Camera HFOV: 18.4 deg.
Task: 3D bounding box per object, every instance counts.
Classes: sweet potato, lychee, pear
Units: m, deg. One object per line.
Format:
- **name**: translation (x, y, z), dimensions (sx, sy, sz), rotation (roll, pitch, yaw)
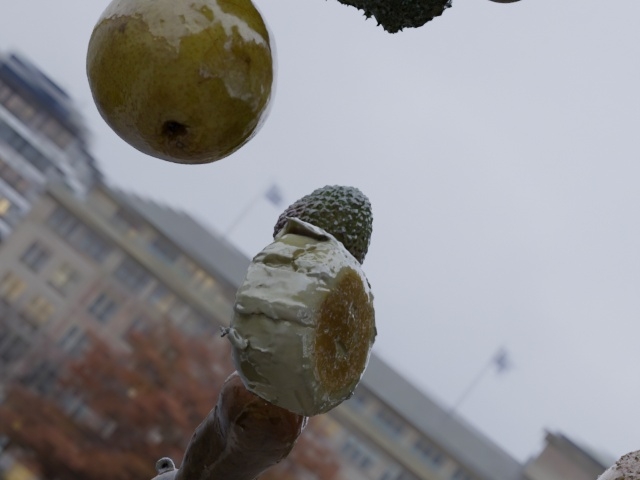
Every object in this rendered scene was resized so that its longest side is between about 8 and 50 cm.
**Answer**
- **sweet potato**: translation (-0.086, 0.213, 1.981), dimensions (0.097, 0.097, 0.292), rotation (38, -48, 8)
- **lychee**: translation (0.000, 0.000, 2.256), dimensions (0.114, 0.146, 0.114), rotation (43, -2, 2)
- **pear**: translation (-0.139, -0.174, 2.039), dimensions (0.209, 0.209, 0.209), rotation (38, -12, 10)

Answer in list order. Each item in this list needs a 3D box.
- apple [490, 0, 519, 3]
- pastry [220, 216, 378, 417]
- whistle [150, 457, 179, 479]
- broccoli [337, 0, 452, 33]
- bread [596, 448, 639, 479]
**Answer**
- **apple**: translation (0.178, -0.269, 1.888), dimensions (0.089, 0.089, 0.074), rotation (49, -5, -38)
- **pastry**: translation (-0.014, 0.069, 1.675), dimensions (0.088, 0.166, 0.166), rotation (12, -25, 28)
- **whistle**: translation (-0.134, 0.338, 2.115), dimensions (0.057, 0.107, 0.220), rotation (71, -1, -78)
- **broccoli**: translation (0.041, -0.386, 2.146), dimensions (0.283, 0.321, 0.304), rotation (0, -28, 43)
- **bread**: translation (0.437, 0.328, 2.216), dimensions (0.305, 0.159, 0.305), rotation (17, 11, -4)
